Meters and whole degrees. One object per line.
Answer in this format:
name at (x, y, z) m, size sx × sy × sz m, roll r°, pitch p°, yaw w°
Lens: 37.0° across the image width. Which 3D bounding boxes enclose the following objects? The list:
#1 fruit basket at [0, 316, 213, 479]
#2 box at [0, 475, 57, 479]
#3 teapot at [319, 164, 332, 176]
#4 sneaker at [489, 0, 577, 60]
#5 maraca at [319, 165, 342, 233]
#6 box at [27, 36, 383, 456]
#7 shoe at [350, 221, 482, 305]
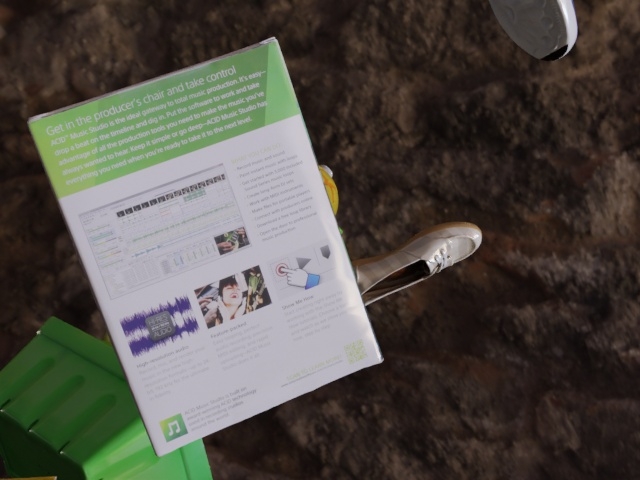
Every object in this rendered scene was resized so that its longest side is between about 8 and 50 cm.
fruit basket at (-0.280, 0.237, 1.462) m, size 0.392 × 0.283 × 0.392 m, roll -7°, pitch -152°, yaw 4°
box at (-0.343, 0.378, 1.049) m, size 0.257 × 0.322 × 0.079 m, roll -8°, pitch -136°, yaw 13°
teapot at (-0.148, -0.064, 1.811) m, size 0.252 × 0.256 × 0.187 m, roll -61°, pitch -175°, yaw 34°
sneaker at (0.344, -0.463, 1.473) m, size 0.236 × 0.323 × 0.130 m, roll -38°, pitch -171°, yaw -33°
maraca at (-0.020, -0.067, 1.502) m, size 0.099 × 0.127 × 0.185 m, roll -47°, pitch -153°, yaw 4°
box at (-0.099, 0.005, 0.873) m, size 0.232 × 0.322 × 0.058 m, roll -21°, pitch -168°, yaw -14°
shoe at (0.126, 0.039, 1.337) m, size 0.219 × 0.076 × 0.058 m, roll -21°, pitch -132°, yaw 5°
